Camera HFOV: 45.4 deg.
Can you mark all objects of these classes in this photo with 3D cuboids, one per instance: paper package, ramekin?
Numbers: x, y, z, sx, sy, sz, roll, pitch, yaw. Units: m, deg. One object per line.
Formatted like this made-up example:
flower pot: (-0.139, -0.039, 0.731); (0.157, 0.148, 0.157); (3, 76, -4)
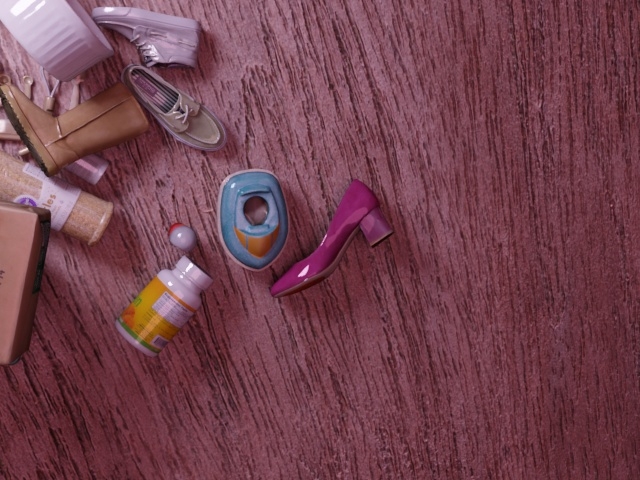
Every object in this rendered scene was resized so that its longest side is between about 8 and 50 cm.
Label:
paper package: (-0.737, 0.070, 1.565); (0.309, 0.168, 0.325); (10, 93, -12)
ramekin: (-0.594, -0.482, 1.677); (0.135, 0.277, 0.277); (-38, 109, 1)

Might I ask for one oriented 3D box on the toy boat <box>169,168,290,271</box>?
toy boat: (-0.227, -0.034, 1.935); (0.318, 0.148, 0.268); (-12, 104, -15)

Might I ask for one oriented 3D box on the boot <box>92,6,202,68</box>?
boot: (-0.412, -0.475, 1.820); (0.258, 0.095, 0.124); (4, 92, -19)

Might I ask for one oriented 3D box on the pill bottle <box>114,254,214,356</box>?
pill bottle: (-0.387, 0.160, 1.928); (0.136, 0.136, 0.246); (43, 86, -20)

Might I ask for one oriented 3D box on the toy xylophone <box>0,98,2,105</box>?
toy xylophone: (-0.838, -0.332, 1.683); (0.323, 0.081, 0.236); (-48, 121, -20)

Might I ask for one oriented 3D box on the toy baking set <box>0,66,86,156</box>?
toy baking set: (-0.656, -0.319, 1.810); (0.256, 0.030, 0.197); (-22, 106, -12)

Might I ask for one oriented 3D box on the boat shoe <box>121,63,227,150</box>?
boat shoe: (-0.357, -0.317, 1.869); (0.302, 0.094, 0.109); (34, 89, -20)

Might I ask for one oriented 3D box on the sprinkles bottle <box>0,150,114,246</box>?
sprinkles bottle: (-0.669, -0.111, 1.797); (0.355, 0.121, 0.121); (27, 91, -20)

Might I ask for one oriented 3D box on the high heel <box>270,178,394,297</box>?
high heel: (0.000, 0.000, 2.058); (0.377, 0.127, 0.181); (-31, 79, -5)

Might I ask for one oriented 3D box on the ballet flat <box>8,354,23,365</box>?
ballet flat: (-0.751, 0.193, 1.854); (0.072, 0.068, 0.213); (-7, 94, -9)

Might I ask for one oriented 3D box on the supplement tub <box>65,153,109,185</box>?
supplement tub: (-0.572, -0.188, 1.839); (0.107, 0.071, 0.071); (34, 89, -19)

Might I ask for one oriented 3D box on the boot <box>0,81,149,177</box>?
boot: (-0.570, -0.300, 1.777); (0.269, 0.089, 0.236); (-36, 109, -28)
